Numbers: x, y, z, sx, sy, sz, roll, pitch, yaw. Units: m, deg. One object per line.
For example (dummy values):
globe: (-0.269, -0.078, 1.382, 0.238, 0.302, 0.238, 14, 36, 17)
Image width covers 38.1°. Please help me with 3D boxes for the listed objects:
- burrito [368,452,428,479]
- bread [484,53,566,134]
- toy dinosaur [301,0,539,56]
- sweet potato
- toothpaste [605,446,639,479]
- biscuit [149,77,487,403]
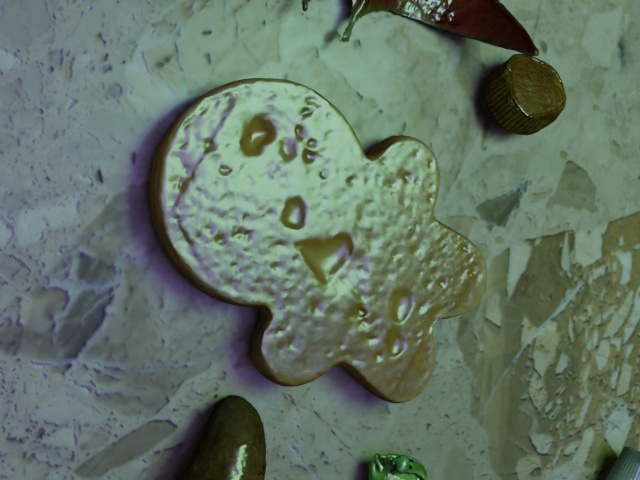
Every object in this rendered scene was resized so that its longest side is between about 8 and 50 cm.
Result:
burrito: (0.110, 0.343, 0.942, 0.104, 0.054, 0.287, -16, 98, -23)
bread: (0.210, -0.150, 0.967, 0.085, 0.053, 0.085, 9, 68, -24)
toy dinosaur: (0.065, -0.280, 0.866, 0.207, 0.113, 0.327, -37, 108, -18)
sweet potato: (-0.145, 0.297, 0.811, 0.114, 0.092, 0.341, 39, 75, 5)
toothpaste: (0.300, 0.363, 1.031, 0.099, 0.068, 0.282, 24, 89, 4)
biscuit: (-0.001, 0.000, 0.880, 0.355, 0.052, 0.275, 34, 78, -20)
